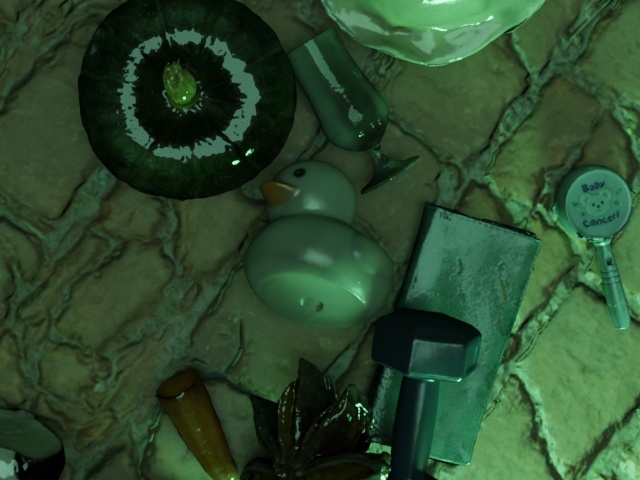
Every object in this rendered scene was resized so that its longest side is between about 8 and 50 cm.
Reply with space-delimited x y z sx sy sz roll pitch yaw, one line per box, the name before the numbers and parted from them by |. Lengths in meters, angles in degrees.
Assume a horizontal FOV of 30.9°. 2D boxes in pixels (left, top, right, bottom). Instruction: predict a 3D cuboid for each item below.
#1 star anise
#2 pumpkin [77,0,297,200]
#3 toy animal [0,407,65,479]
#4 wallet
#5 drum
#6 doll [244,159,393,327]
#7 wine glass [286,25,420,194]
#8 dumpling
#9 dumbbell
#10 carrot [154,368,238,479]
star anise | -0.007 0.332 1.641 0.117 0.331 0.332 9 96 -39
pumpkin | -0.179 -0.199 1.583 0.300 0.207 0.300 -1 96 -8
toy animal | -0.467 0.366 1.626 0.187 0.165 0.235 20 94 3
wallet | 0.191 0.146 1.748 0.190 0.046 0.379 16 96 -6
drum | 0.413 0.011 1.765 0.130 0.049 0.253 -1 96 -8
doll | 0.000 0.000 1.659 0.251 0.221 0.221 37 90 -32
wine glass | 0.042 -0.190 1.668 0.103 0.103 0.231 -32 96 -3
dumpling | 0.149 -0.383 1.635 0.341 0.181 0.260 11 112 -32
dumbbell | 0.135 0.265 1.664 0.144 0.160 0.325 0 102 -36
carrot | -0.166 0.292 1.713 0.072 0.072 0.205 -28 105 -4
